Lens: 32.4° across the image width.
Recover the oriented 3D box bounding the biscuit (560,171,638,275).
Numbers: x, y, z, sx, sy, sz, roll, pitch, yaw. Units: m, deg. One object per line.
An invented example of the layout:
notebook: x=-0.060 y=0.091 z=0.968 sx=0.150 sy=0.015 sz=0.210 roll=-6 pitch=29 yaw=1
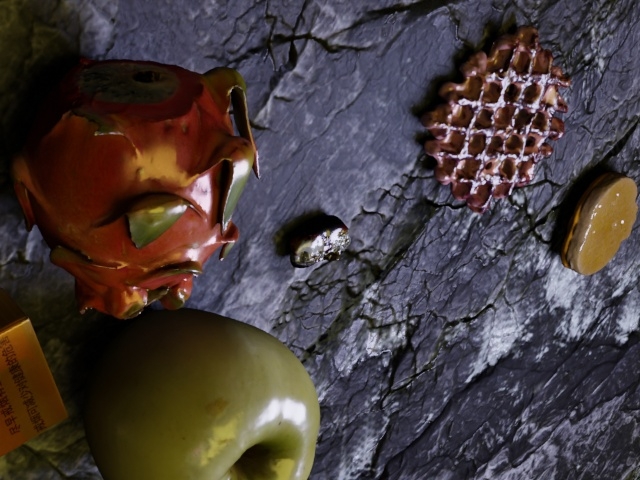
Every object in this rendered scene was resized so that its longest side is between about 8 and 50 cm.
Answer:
biscuit: x=0.424 y=-0.031 z=1.684 sx=0.170 sy=0.050 sz=0.170 roll=-31 pitch=137 yaw=-33

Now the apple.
apple: x=-0.129 y=0.195 z=1.197 sx=0.262 sy=0.262 sz=0.262 roll=-23 pitch=131 yaw=-29

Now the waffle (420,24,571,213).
waffle: x=0.229 y=-0.149 z=1.419 sx=0.221 sy=0.055 sz=0.234 roll=-44 pitch=134 yaw=-7

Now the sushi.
sushi: x=0.000 y=0.000 z=1.320 sx=0.083 sy=0.044 sz=0.046 roll=-28 pitch=134 yaw=-28

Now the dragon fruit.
dragon fruit: x=-0.167 y=-0.050 z=1.010 sx=0.224 sy=0.224 sz=0.227 roll=-26 pitch=137 yaw=-27

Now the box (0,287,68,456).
box: x=-0.381 y=0.170 z=1.078 sx=0.237 sy=0.070 sz=0.152 roll=-29 pitch=135 yaw=-22
